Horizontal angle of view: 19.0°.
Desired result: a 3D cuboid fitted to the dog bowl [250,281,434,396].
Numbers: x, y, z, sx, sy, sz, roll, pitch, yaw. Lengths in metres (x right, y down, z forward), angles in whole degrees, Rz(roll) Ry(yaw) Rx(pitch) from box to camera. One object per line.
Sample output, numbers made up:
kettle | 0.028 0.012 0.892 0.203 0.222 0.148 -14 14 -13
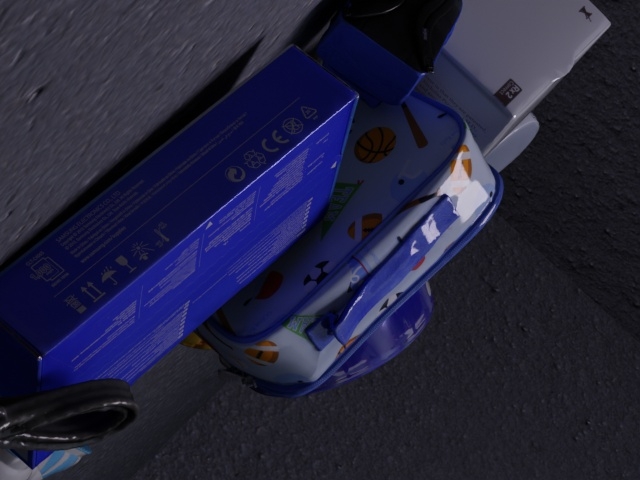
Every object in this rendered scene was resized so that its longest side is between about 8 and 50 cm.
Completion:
dog bowl | 0.003 0.077 2.365 0.265 0.104 0.265 -21 -158 9

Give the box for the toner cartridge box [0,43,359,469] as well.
toner cartridge box | -0.118 0.008 1.463 0.348 0.075 0.165 -41 162 -32

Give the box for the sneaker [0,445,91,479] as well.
sneaker | -0.291 0.198 1.817 0.092 0.087 0.229 -41 170 9

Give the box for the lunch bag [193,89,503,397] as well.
lunch bag | -0.002 -0.007 1.677 0.303 0.243 0.115 -45 133 -10

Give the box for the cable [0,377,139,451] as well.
cable | -0.230 0.133 1.265 0.139 0.072 0.287 -43 149 15

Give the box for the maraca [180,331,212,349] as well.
maraca | -0.130 0.064 2.074 0.186 0.099 0.127 8 127 -53

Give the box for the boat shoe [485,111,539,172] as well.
boat shoe | 0.069 -0.085 2.233 0.367 0.156 0.136 -37 162 -11

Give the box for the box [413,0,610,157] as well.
box | 0.140 -0.191 1.804 0.181 0.182 0.119 -44 176 -36

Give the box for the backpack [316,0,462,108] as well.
backpack | 0.056 -0.184 1.649 0.101 0.098 0.120 -41 -165 52
